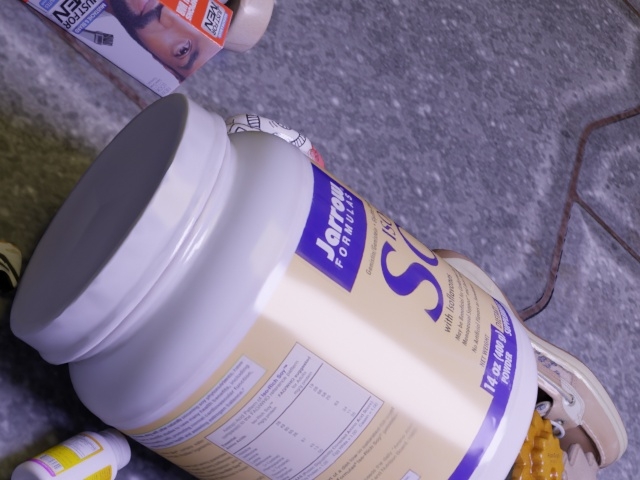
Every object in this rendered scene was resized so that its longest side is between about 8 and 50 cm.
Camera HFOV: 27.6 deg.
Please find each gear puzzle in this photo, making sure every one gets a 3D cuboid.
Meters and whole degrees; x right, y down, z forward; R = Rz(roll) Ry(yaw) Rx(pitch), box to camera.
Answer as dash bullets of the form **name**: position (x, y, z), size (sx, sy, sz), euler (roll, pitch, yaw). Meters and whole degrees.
- **gear puzzle**: position (0.249, 0.280, 1.169), size (0.339, 0.044, 0.175), euler (61, 38, -25)

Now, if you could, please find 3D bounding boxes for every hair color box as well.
- **hair color box**: position (-0.171, -0.206, 1.126), size (0.167, 0.093, 0.053), euler (33, 45, -25)

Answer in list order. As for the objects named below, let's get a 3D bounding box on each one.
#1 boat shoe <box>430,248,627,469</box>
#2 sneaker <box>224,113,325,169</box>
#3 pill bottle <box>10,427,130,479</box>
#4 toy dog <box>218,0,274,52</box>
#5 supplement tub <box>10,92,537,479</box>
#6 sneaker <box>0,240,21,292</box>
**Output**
- **boat shoe**: position (0.177, 0.134, 1.249), size (0.285, 0.104, 0.089), euler (43, 49, -10)
- **sneaker**: position (0.000, -0.001, 1.162), size (0.270, 0.090, 0.145), euler (37, 45, -19)
- **pill bottle**: position (-0.172, 0.160, 0.911), size (0.083, 0.043, 0.043), euler (-24, 82, -51)
- **toy dog**: position (-0.114, -0.348, 1.228), size (0.220, 0.161, 0.333), euler (-5, 68, -48)
- **supplement tub**: position (-0.032, 0.069, 0.961), size (0.331, 0.241, 0.241), euler (36, 43, -23)
- **sneaker**: position (-0.252, 0.014, 0.940), size (0.083, 0.032, 0.037), euler (19, 52, -36)
